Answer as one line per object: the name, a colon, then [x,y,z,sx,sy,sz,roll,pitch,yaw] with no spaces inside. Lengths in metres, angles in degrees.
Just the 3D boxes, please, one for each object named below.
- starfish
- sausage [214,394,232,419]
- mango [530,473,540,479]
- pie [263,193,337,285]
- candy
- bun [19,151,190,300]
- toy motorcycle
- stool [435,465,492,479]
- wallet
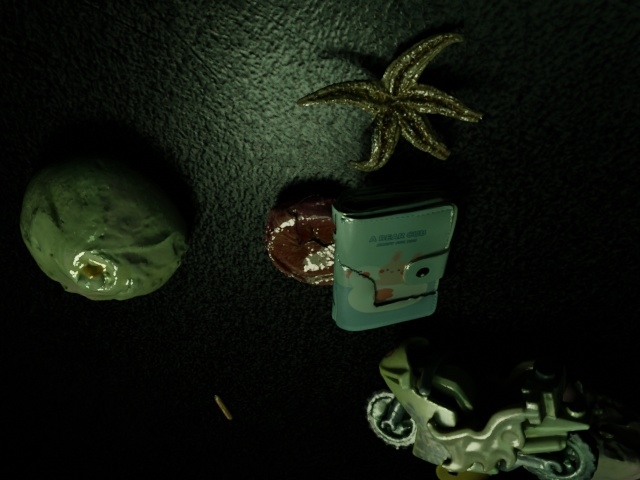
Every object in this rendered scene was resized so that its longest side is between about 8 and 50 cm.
starfish: [0.093,-0.174,0.807,0.238,0.057,0.213,14,129,-3]
sausage: [-0.224,0.387,1.486,0.015,0.015,0.100,-3,133,19]
mango: [0.524,0.549,1.346,0.175,0.143,0.293,0,124,14]
pie: [0.000,0.000,1.007,0.182,0.049,0.182,5,135,5]
candy: [0.474,0.359,1.169,0.185,0.137,0.195,27,137,-11]
bun: [-0.359,0.005,1.027,0.283,0.179,0.283,10,138,9]
toy motorcycle: [0.261,0.288,1.106,0.410,0.169,0.237,6,117,27]
stool: [0.295,0.433,1.313,0.135,0.110,0.134,-4,131,21]
wallet: [0.102,0.025,0.952,0.176,0.075,0.250,-9,136,-9]
